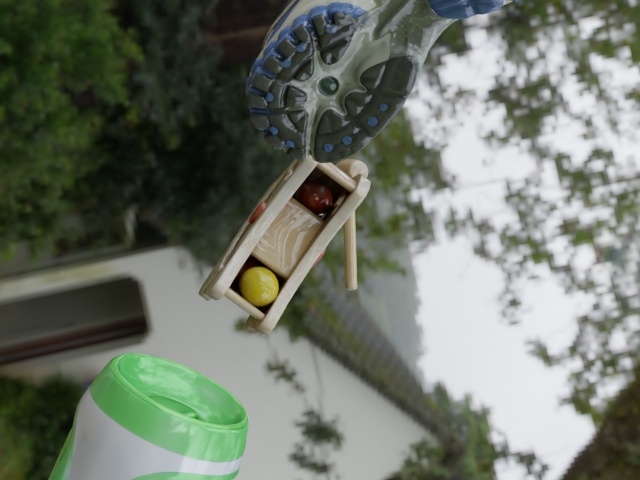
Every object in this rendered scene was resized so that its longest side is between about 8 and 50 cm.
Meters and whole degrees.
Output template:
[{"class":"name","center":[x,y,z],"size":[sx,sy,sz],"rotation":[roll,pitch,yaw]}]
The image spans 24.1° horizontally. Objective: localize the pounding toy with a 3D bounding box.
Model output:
[{"class":"pounding toy","center":[0.000,0.000,1.630],"size":[0.155,0.269,0.154],"rotation":[37,-29,-9]}]

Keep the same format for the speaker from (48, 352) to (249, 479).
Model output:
[{"class":"speaker","center":[-0.160,0.235,1.080],"size":[0.296,0.131,0.131],"rotation":[-65,-161,11]}]

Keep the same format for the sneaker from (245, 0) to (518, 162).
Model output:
[{"class":"sneaker","center":[0.029,-0.085,0.428],"size":[0.052,0.135,0.058],"rotation":[42,20,-24]}]
